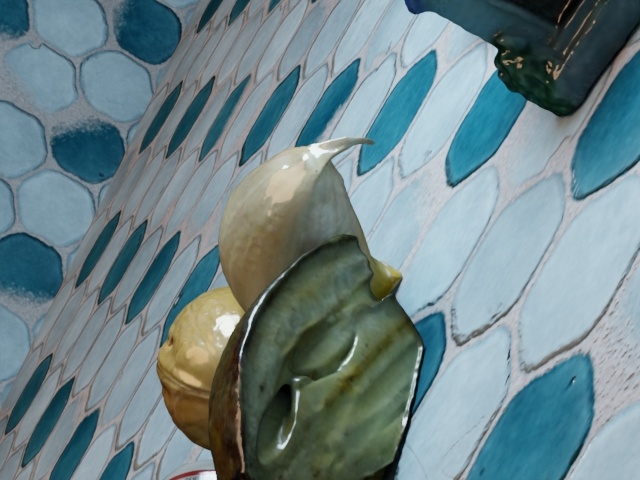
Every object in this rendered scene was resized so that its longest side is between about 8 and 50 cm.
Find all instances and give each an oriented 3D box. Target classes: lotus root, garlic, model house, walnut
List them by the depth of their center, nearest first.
[{"bbox_3d":[-0.020,0.151,1.685,0.142,0.210,0.314,-34,13,38],"label":"lotus root"},{"bbox_3d":[0.152,-0.336,1.748,0.295,0.329,0.251,-56,10,22],"label":"model house"},{"bbox_3d":[-0.014,0.001,1.844,0.245,0.164,0.145,76,176,-55],"label":"garlic"},{"bbox_3d":[-0.085,0.131,1.975,0.165,0.165,0.197,-56,11,14],"label":"walnut"}]

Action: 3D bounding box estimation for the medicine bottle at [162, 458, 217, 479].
[{"bbox_3d":[-0.104,0.312,1.710,0.131,0.131,0.250,-51,16,34],"label":"medicine bottle"}]
